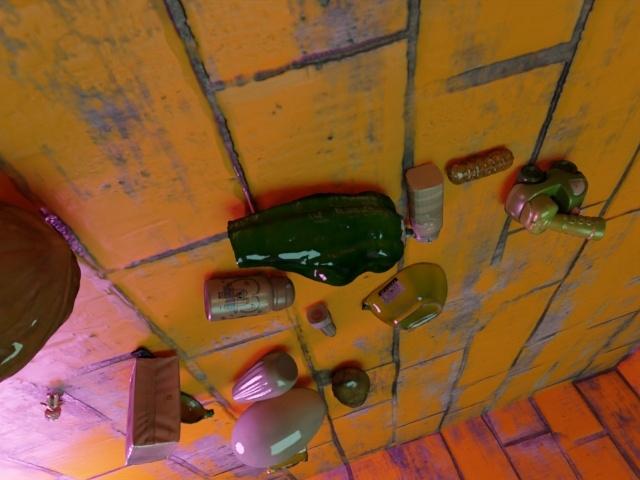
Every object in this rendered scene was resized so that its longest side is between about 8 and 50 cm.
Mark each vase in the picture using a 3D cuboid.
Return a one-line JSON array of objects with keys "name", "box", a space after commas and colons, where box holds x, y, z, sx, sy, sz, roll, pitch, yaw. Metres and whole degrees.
[{"name": "vase", "box": [-0.186, 0.447, 1.354, 0.248, 0.128, 0.128, -36, 140, 30]}]

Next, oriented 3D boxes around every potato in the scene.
[{"name": "potato", "box": [0.116, 0.552, 1.623, 0.150, 0.113, 0.251, -15, 133, 4]}]

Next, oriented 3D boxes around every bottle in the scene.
[{"name": "bottle", "box": [-0.166, 0.137, 1.015, 0.209, 0.097, 0.110, -3, 135, -22]}]

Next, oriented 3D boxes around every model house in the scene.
[{"name": "model house", "box": [-0.158, 0.840, 1.777, 0.194, 0.174, 0.234, -12, 144, -11]}]

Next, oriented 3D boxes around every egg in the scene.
[{"name": "egg", "box": [-0.148, 0.668, 1.538, 0.371, 0.230, 0.230, -30, 141, 1]}]

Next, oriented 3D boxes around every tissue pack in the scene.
[{"name": "tissue pack", "box": [-0.447, 0.453, 1.139, 0.124, 0.225, 0.185, 4, 141, -25]}]

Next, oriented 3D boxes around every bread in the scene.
[{"name": "bread", "box": [0.356, -0.164, 0.948, 0.157, 0.044, 0.052, -17, 135, -7]}]

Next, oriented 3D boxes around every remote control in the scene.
[{"name": "remote control", "box": [-0.470, 0.312, 1.147, 0.039, 0.014, 0.096, -21, 142, 0]}]

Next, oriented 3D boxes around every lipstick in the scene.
[{"name": "lipstick", "box": [0.014, 0.249, 1.269, 0.063, 0.057, 0.186, -24, 147, 3]}]

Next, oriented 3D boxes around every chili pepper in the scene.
[{"name": "chili pepper", "box": [0.002, 0.011, 0.892, 0.385, 0.167, 0.213, -7, 137, -16]}]

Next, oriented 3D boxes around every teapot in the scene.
[{"name": "teapot", "box": [0.224, -0.071, 0.972, 0.107, 0.077, 0.200, -18, 141, 1]}]

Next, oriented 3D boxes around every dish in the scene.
[{"name": "dish", "box": [0.271, 0.190, 1.272, 0.262, 0.108, 0.221, -35, 139, 16]}]

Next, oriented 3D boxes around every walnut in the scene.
[{"name": "walnut", "box": [-0.537, 0.078, 0.634, 0.333, 0.332, 0.332, -13, 141, -11]}]

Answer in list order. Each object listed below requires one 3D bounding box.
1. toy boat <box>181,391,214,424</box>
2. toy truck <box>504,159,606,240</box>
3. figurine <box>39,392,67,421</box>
[{"name": "toy boat", "box": [-0.433, 0.530, 1.357, 0.088, 0.088, 0.229, -18, 140, 18]}, {"name": "toy truck", "box": [0.552, -0.083, 1.024, 0.187, 0.210, 0.148, 1, 140, 1]}, {"name": "figurine", "box": [-0.727, 0.447, 1.162, 0.064, 0.047, 0.109, 7, 125, -21]}]
